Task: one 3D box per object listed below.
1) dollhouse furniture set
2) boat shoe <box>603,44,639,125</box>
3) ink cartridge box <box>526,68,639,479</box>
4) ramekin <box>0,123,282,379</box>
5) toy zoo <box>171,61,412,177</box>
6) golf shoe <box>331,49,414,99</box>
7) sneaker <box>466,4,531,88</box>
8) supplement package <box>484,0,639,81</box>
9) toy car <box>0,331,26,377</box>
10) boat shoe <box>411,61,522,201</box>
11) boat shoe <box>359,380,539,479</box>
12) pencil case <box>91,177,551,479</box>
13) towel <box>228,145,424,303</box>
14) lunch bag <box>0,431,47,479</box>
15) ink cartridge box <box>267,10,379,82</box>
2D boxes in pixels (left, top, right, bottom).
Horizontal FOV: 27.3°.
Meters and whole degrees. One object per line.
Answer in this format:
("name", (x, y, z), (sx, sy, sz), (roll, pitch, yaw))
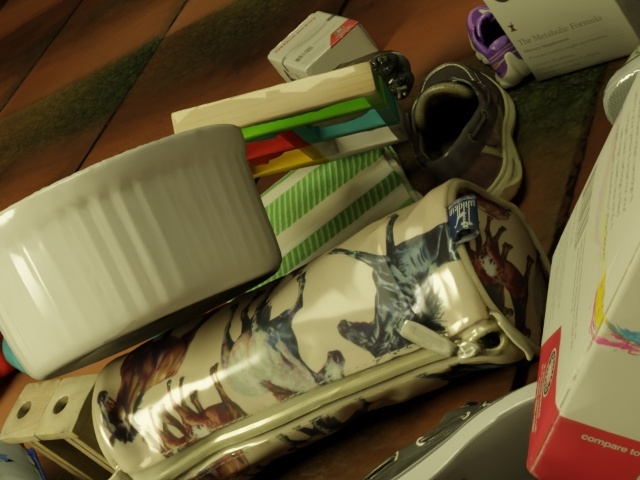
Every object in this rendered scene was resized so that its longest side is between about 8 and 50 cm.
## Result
("dollhouse furniture set", (-0.203, 0.149, 1.319), (0.129, 0.129, 0.183), (-12, 45, 43))
("boat shoe", (0.377, -0.188, 1.136), (0.302, 0.109, 0.094), (-24, 29, 35))
("ink cartridge box", (0.240, -0.006, 0.828), (0.226, 0.131, 0.306), (-70, -2, -45))
("ramekin", (-0.168, 0.016, 1.169), (0.277, 0.135, 0.277), (-26, -4, -2))
("toy zoo", (-0.014, -0.110, 1.327), (0.192, 0.030, 0.293), (-13, -8, 9))
("golf shoe", (0.018, -0.153, 1.503), (0.198, 0.077, 0.094), (-26, 20, 14))
("sneaker", (0.197, -0.235, 1.472), (0.068, 0.071, 0.170), (-36, 26, 9))
("supplement package", (0.234, -0.307, 1.342), (0.139, 0.244, 0.134), (-13, 37, 43))
("toy car", (-0.480, 0.154, 1.636), (0.219, 0.210, 0.238), (18, 74, 46))
("boat shoe", (0.140, -0.124, 1.353), (0.103, 0.092, 0.285), (-31, 28, 19))
("boat shoe", (0.113, 0.159, 0.988), (0.228, 0.080, 0.076), (-40, 27, 17))
("pencil case", (-0.004, 0.101, 1.125), (0.410, 0.160, 0.183), (-28, 14, 22))
("towel", (0.000, 0.000, 1.412), (0.248, 0.038, 0.325), (-37, 28, 7))
("lunch bag", (-0.416, 0.341, 1.225), (0.385, 0.239, 0.328), (-29, 24, -13))
("ink cartridge box", (0.003, -0.249, 1.757), (0.099, 0.056, 0.135), (-43, 27, -7))
